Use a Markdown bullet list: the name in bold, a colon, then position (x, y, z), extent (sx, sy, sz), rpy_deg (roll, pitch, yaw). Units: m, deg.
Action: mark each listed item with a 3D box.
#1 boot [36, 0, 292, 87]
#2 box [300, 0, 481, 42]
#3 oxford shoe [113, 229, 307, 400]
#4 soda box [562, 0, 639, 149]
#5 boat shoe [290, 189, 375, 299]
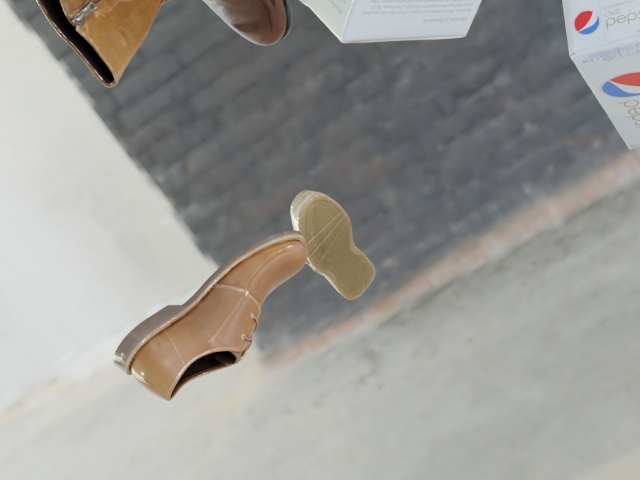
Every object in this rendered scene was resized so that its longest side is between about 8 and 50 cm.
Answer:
- **boot**: position (-0.160, -0.255, 1.845), extent (0.096, 0.264, 0.280), rpy_deg (-16, 30, 34)
- **box**: position (0.062, -0.311, 1.851), extent (0.182, 0.181, 0.119), rpy_deg (-8, -45, -37)
- **oxford shoe**: position (-0.081, 0.070, 1.542), extent (0.212, 0.076, 0.076), rpy_deg (-39, -22, -24)
- **soda box**: position (0.255, -0.147, 1.396), extent (0.069, 0.073, 0.216), rpy_deg (-12, -21, 18)
- **boat shoe**: position (0.000, 0.000, 1.770), extent (0.063, 0.170, 0.059), rpy_deg (-46, 53, -13)
